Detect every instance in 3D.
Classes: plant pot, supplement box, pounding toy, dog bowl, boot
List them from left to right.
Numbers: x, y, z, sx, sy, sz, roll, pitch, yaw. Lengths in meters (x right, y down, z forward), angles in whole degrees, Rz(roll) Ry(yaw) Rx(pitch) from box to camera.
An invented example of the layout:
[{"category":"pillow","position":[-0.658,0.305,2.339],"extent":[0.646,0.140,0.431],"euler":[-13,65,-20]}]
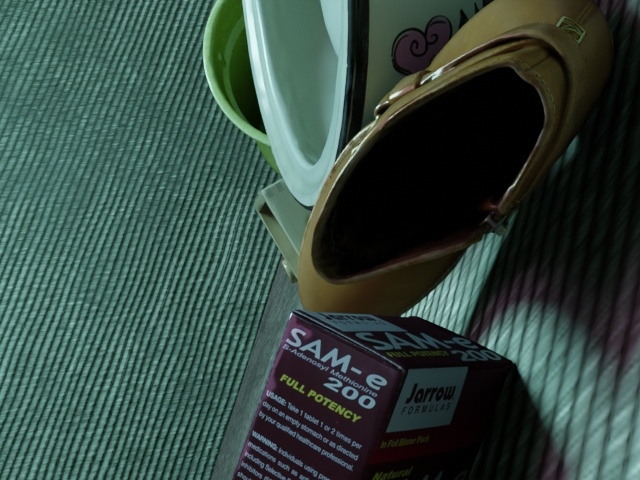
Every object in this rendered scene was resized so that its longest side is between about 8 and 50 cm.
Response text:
[{"category":"plant pot","position":[-0.002,-0.193,1.225],"extent":[0.254,0.276,0.276],"euler":[90,-164,-73]},{"category":"pounding toy","position":[0.004,0.009,1.153],"extent":[0.094,0.181,0.206],"euler":[-31,-1,-9]},{"category":"supplement box","position":[0.007,0.160,0.494],"extent":[0.130,0.073,0.239],"euler":[8,-77,-56]},{"category":"dog bowl","position":[0.037,-0.235,0.747],"extent":[0.408,0.150,0.408],"euler":[173,90,-77]},{"category":"boot","position":[0.047,-0.012,0.504],"extent":[0.283,0.109,0.220],"euler":[-45,2,29]}]
